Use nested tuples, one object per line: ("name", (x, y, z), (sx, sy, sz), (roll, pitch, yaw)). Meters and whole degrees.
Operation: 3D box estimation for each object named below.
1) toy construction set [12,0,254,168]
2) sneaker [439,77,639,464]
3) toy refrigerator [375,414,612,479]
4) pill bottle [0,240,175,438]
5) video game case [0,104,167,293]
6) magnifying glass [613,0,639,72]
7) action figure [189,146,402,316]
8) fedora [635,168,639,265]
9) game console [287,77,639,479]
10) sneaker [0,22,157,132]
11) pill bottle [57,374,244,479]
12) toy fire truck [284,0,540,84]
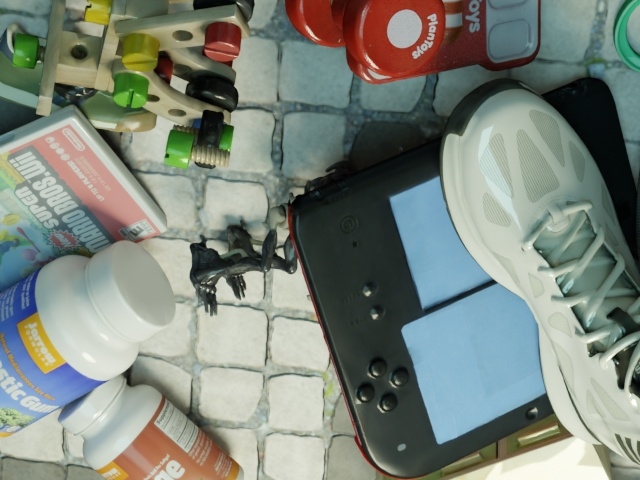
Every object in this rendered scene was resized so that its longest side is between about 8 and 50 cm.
("toy construction set", (-0.186, -0.238, 1.443), (0.237, 0.257, 0.309), (10, 92, -4))
("sneaker", (0.290, 0.048, 1.410), (0.169, 0.257, 0.447), (-33, 113, -12))
("toy refrigerator", (0.200, 0.274, 1.701), (0.269, 0.102, 0.094), (-21, 110, 16))
("pill bottle", (-0.304, 0.110, 1.650), (0.272, 0.152, 0.152), (-30, 108, 24))
("video game case", (-0.346, -0.029, 1.627), (0.285, 0.025, 0.204), (-21, 135, 15))
("magnifying glass", (0.399, -0.261, 1.476), (0.092, 0.026, 0.231), (43, 111, -12))
("action figure", (0.000, 0.000, 1.574), (0.275, 0.164, 0.141), (-24, 85, 25))
("fedora", (0.441, -0.061, 1.470), (0.124, 0.244, 0.275), (6, 87, -26))
("game console", (0.179, 0.046, 1.531), (0.386, 0.060, 0.342), (-23, 114, -16))
("sneaker", (-0.268, -0.181, 1.570), (0.192, 0.064, 0.086), (15, 120, 3))
("pill bottle", (-0.206, 0.253, 1.730), (0.216, 0.121, 0.121), (44, 112, -13))
("toy fire truck", (0.107, -0.305, 1.423), (0.254, 0.169, 0.302), (-14, 115, -23))
